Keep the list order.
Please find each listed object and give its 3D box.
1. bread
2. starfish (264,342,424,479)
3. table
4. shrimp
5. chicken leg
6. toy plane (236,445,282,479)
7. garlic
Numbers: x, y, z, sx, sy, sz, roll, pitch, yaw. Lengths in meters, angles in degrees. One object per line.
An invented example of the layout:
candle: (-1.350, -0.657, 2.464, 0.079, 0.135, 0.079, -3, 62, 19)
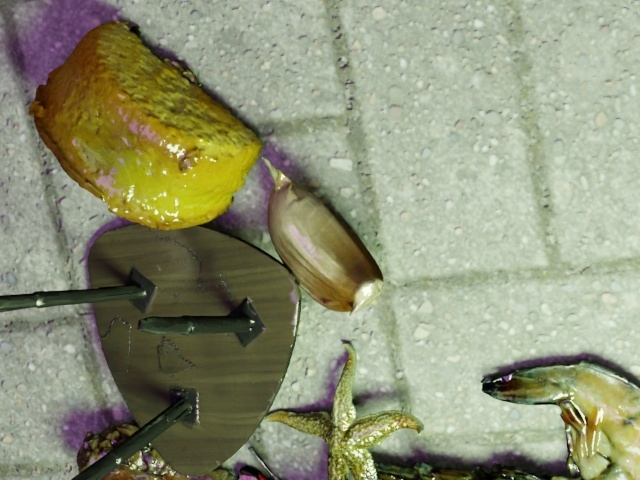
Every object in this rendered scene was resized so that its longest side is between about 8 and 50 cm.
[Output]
bread: (-0.211, -0.117, 1.824, 0.260, 0.147, 0.160, 43, 118, 1)
starfish: (0.024, 0.232, 1.900, 0.217, 0.050, 0.223, 4, 92, 39)
table: (-0.218, 0.149, 1.803, 0.317, 0.249, 0.317, 6, 102, 33)
shrimp: (0.236, 0.246, 1.844, 0.365, 0.071, 0.233, 4, 97, 22)
chicken leg: (-0.206, 0.279, 1.998, 0.196, 0.080, 0.125, -4, 116, 12)
toy plane: (-0.058, 0.324, 1.980, 0.060, 0.037, 0.145, -41, 88, 15)
garlic: (-0.006, -0.006, 1.800, 0.090, 0.128, 0.198, -33, 86, -7)
